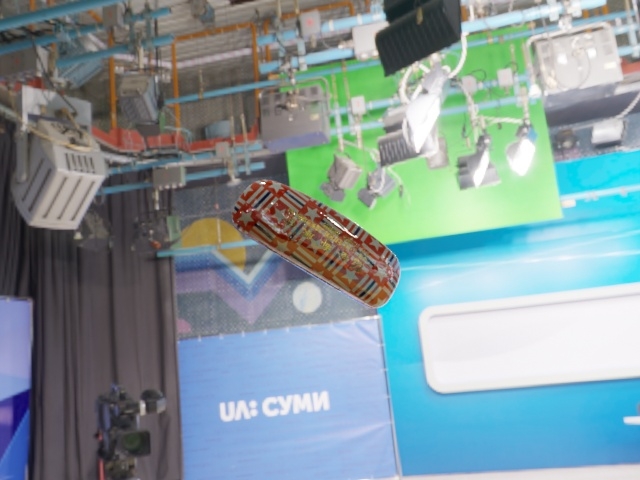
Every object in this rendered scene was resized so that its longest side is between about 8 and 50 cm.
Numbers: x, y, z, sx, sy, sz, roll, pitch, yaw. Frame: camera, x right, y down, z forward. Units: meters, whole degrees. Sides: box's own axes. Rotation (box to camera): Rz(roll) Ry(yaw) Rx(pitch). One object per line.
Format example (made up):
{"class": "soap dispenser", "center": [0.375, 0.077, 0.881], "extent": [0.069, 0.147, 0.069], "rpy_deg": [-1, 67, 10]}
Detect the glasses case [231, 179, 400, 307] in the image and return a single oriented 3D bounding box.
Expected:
{"class": "glasses case", "center": [0.000, 0.000, 0.636], "extent": [0.194, 0.073, 0.049], "rpy_deg": [30, -13, -6]}
